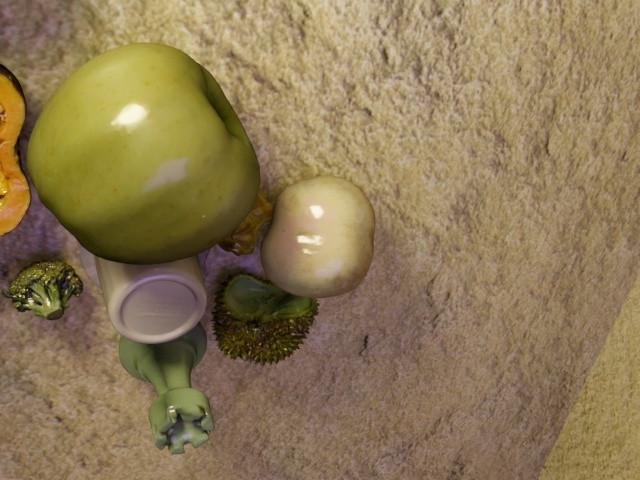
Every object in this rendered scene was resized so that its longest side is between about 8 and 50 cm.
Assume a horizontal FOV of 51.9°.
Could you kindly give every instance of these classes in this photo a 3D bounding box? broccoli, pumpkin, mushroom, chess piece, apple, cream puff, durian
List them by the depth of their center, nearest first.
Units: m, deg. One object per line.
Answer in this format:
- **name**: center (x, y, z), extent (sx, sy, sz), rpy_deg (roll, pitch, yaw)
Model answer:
- **pumpkin**: center (-0.586, -0.150, 1.044), extent (0.222, 0.139, 0.317), rpy_deg (-7, 129, -30)
- **apple**: center (-0.279, -0.130, 1.076), extent (0.357, 0.357, 0.357), rpy_deg (-12, 127, -16)
- **broccoli**: center (-0.528, 0.096, 1.266), extent (0.130, 0.120, 0.131), rpy_deg (-29, 155, -12)
- **cream puff**: center (-0.171, -0.046, 1.308), extent (0.156, 0.156, 0.121), rpy_deg (-44, 131, 10)
- **mushroom**: center (0.000, 0.000, 1.382), extent (0.260, 0.254, 0.234), rpy_deg (-31, 167, 4)
- **chess piece**: center (-0.313, 0.295, 1.387), extent (0.195, 0.299, 0.194), rpy_deg (-12, 127, -17)
- **durian**: center (-0.131, 0.177, 1.448), extent (0.237, 0.200, 0.176), rpy_deg (5, 110, -33)

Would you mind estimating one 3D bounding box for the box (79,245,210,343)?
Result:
- **box**: center (-0.331, 0.053, 1.268), extent (0.262, 0.206, 0.291), rpy_deg (-26, 132, -6)
